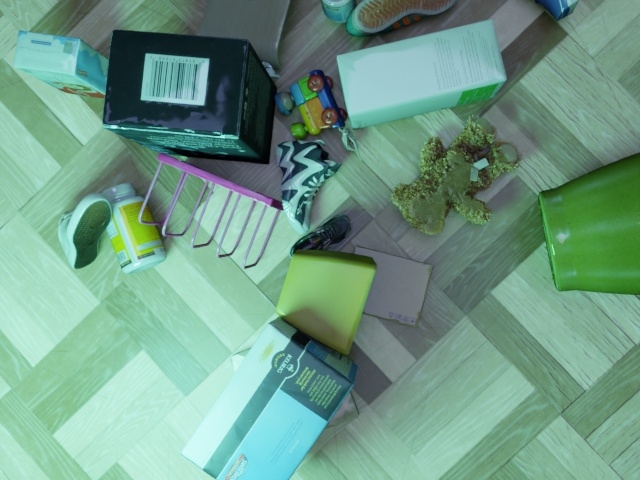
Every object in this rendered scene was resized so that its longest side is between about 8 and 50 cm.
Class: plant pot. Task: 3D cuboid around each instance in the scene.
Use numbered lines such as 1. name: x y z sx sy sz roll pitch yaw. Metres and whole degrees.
1. plant pot: 0.007 0.120 1.601 0.187 0.212 0.212 18 94 0
2. plant pot: 0.685 -0.029 1.531 0.353 0.366 0.366 -10 88 17

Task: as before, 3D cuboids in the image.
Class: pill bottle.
1. pill bottle: 0.044 -0.589 1.672 0.087 0.160 0.087 0 89 5
2. pill bottle: -0.479 -0.032 1.729 0.117 0.117 0.214 -22 87 4

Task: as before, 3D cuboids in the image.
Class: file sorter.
1. file sorter: -0.264 -0.067 1.669 0.291 0.202 0.182 23 92 5

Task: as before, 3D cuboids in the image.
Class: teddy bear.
1. teddy bear: 0.333 -0.153 1.676 0.245 0.113 0.337 30 84 -2

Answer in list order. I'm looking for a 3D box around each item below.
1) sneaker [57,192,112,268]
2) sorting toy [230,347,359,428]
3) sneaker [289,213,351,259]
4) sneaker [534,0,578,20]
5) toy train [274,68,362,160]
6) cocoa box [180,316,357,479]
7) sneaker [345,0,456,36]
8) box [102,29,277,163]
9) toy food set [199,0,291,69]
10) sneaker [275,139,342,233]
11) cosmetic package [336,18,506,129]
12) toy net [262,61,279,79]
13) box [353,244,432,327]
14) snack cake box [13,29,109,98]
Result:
1. sneaker: -0.599 -0.046 1.681 0.106 0.290 0.123 -24 72 -40
2. sorting toy: -0.069 0.367 1.697 0.257 0.089 0.255 -21 87 4
3. sneaker: 0.000 0.000 1.705 0.178 0.077 0.072 -37 87 3
4. sneaker: 0.476 -0.651 1.662 0.182 0.127 0.315 -28 80 8
5. toy train: -0.008 -0.287 1.711 0.144 0.105 0.247 -22 94 20
6. cocoa box: -0.102 0.376 1.537 0.228 0.231 0.347 34 92 5
7. sneaker: 0.194 -0.581 1.691 0.302 0.121 0.108 -23 103 -17
8. box: -0.280 -0.315 1.577 0.294 0.395 0.211 6 90 6
9. toy food set: -0.164 -0.602 1.738 0.220 0.092 0.305 15 89 17
10. sneaker: -0.015 -0.141 1.691 0.153 0.094 0.234 -10 82 17
11. cosmetic package: 0.233 -0.390 1.634 0.366 0.197 0.155 -13 88 6
12. toy net: -0.216 -0.436 1.701 0.232 0.122 0.045 7 93 13
13. box: 0.165 0.115 1.715 0.201 0.021 0.164 14 90 6
14. snack cake box: -0.607 -0.422 1.675 0.152 0.264 0.089 8 89 5
